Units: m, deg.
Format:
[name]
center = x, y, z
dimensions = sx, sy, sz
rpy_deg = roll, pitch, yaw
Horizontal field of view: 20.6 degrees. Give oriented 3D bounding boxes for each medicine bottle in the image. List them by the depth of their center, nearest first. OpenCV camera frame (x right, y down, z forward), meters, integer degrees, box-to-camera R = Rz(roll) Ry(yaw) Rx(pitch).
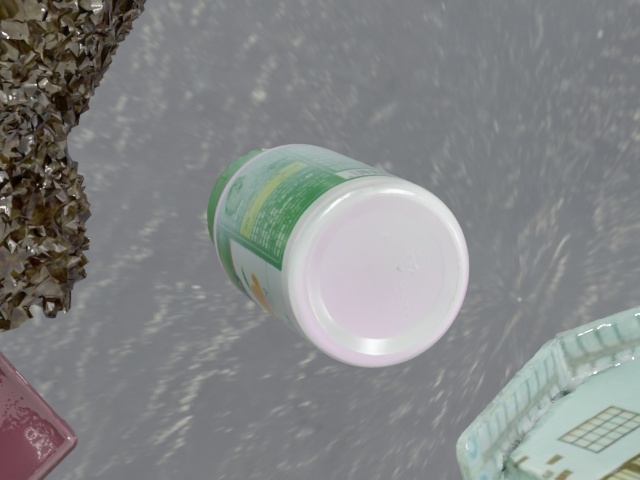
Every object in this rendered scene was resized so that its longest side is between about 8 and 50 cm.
[medicine bottle]
center = 0.000, 0.000, 1.302
dimensions = 0.133, 0.274, 0.133
rpy_deg = -4, 102, -17

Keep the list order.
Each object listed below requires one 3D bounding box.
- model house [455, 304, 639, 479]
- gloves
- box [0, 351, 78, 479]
[model house]
center = 0.186, 0.156, 0.711
dimensions = 0.198, 0.215, 0.224
rpy_deg = -27, 110, -21
[gloves]
center = -0.133, -0.086, 0.658
dimensions = 0.135, 0.312, 0.210
rpy_deg = 17, 75, 1
[box]
center = -0.385, 0.156, 1.742
dimensions = 0.167, 0.193, 0.294
rpy_deg = -43, 105, -14
